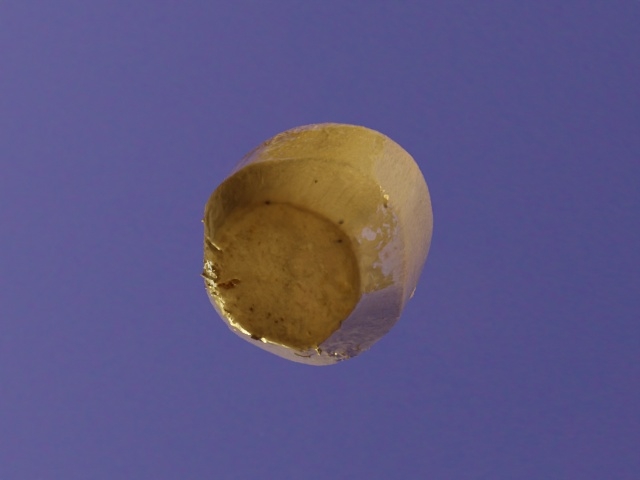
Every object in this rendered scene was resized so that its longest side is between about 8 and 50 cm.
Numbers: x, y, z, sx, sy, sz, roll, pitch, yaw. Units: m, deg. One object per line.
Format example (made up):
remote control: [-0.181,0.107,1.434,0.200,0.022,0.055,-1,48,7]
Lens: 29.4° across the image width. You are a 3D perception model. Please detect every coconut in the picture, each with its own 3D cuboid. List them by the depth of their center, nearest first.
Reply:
coconut: [0.000,0.000,1.308,0.244,0.247,0.245,6,-70,17]
